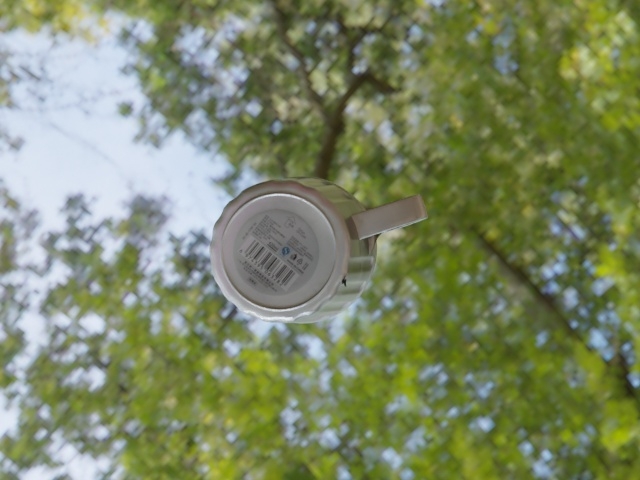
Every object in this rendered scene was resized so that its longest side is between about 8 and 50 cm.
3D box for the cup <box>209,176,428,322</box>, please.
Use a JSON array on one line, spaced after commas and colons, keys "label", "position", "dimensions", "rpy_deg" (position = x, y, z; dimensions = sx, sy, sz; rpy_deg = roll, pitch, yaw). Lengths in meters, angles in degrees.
[{"label": "cup", "position": [-0.013, -0.008, 1.711], "dimensions": [0.167, 0.221, 0.202], "rpy_deg": [42, -175, 5]}]
